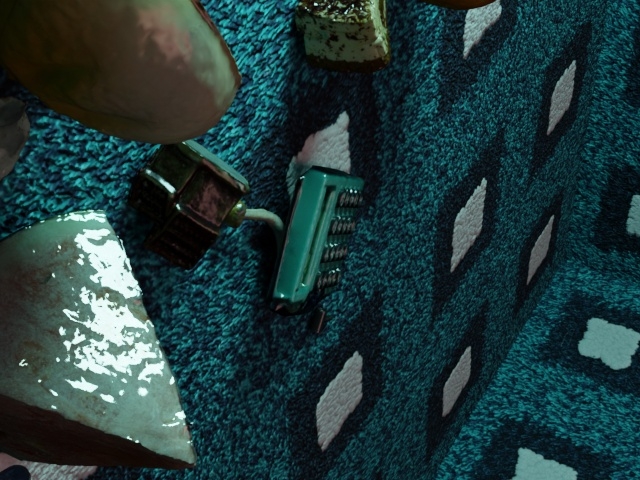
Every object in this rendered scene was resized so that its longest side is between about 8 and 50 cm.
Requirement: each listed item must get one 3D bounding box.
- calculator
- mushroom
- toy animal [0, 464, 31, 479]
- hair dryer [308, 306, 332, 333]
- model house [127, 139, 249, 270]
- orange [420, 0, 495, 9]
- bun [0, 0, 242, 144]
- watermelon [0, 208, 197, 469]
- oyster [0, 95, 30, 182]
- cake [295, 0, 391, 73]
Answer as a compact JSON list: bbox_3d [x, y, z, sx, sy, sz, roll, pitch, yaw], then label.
[{"bbox_3d":[0.000,0.000,1.598,0.274,0.058,0.248,-3,110,-72],"label":"calculator"},{"bbox_3d":[-0.084,-0.007,1.498,0.068,0.043,0.306,-46,155,-1],"label":"mushroom"},{"bbox_3d":[-0.417,0.305,0.930,0.255,0.239,0.176,-28,-172,7],"label":"toy animal"},{"bbox_3d":[0.007,0.154,1.819,0.083,0.026,0.047,0,110,-67],"label":"hair dryer"},{"bbox_3d":[-0.182,-0.051,1.212,0.165,0.106,0.152,34,90,-29],"label":"model house"},{"bbox_3d":[0.220,-0.487,1.497,0.240,0.240,0.240,-44,146,-42],"label":"orange"},{"bbox_3d":[-0.214,-0.197,0.823,0.164,0.299,0.299,-38,150,-4],"label":"bun"},{"bbox_3d":[-0.293,0.159,0.979,0.250,0.292,0.283,-16,130,-24],"label":"watermelon"},{"bbox_3d":[-0.364,-0.031,0.849,0.252,0.087,0.199,-51,179,7],"label":"oyster"},{"bbox_3d":[0.080,-0.364,1.427,0.246,0.135,0.112,-53,150,-32],"label":"cake"}]
